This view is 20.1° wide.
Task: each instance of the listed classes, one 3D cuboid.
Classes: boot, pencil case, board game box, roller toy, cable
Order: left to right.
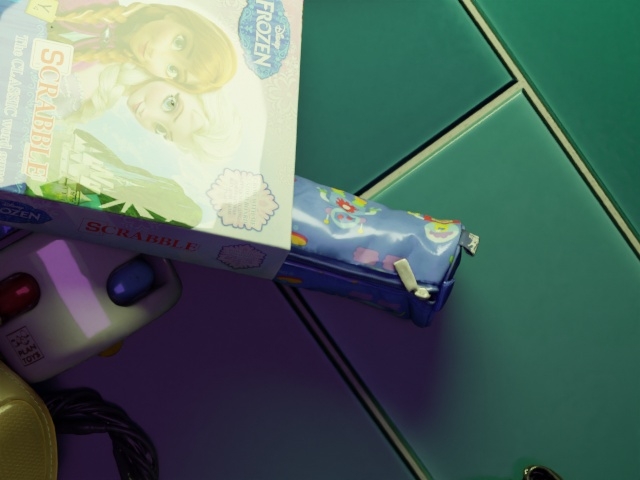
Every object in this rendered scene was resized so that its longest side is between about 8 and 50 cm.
[{"bbox_3d":[-0.380,0.167,1.771,0.109,0.220,0.283,-30,104,-43],"label":"boot"},{"bbox_3d":[-0.243,0.051,1.790,0.209,0.191,0.146,-29,95,-5],"label":"roller toy"},{"bbox_3d":[-0.242,0.246,1.873,0.184,0.047,0.150,39,82,-3],"label":"cable"},{"bbox_3d":[-0.179,-0.141,1.754,0.318,0.066,0.319,11,58,-15],"label":"board game box"},{"bbox_3d":[0.000,0.000,1.846,0.306,0.133,0.119,17,109,-5],"label":"pencil case"}]

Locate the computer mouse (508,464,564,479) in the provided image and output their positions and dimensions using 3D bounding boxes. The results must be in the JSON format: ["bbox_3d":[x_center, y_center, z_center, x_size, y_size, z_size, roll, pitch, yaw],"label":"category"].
[{"bbox_3d":[0.200,0.309,1.819,0.262,0.184,0.060,-28,138,-38],"label":"computer mouse"}]

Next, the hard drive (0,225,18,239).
[{"bbox_3d":[-0.319,-0.188,1.854,0.210,0.040,0.319,-29,94,-5],"label":"hard drive"}]
